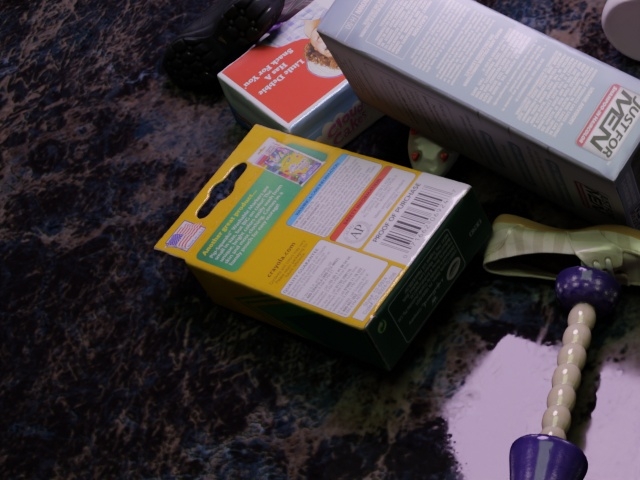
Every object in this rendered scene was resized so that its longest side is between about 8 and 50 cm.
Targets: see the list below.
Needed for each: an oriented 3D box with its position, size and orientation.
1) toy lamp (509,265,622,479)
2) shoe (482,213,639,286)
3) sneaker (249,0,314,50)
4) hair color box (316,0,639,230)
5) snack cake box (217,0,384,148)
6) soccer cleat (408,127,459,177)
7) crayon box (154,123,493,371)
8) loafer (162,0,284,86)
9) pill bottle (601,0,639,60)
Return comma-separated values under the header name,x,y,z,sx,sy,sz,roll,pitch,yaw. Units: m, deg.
name,x,y,z,sx,sy,sz,roll,pitch,yaw
toy lamp,0.240,0.151,1.690,0.080,0.080,0.275,3,53,22
shoe,0.268,0.022,1.796,0.219,0.076,0.058,10,52,36
sneaker,-0.022,-0.326,2.176,0.236,0.104,0.095,-24,46,-3
hair color box,0.194,-0.154,1.838,0.374,0.185,0.114,30,81,25
snack cake box,0.027,-0.215,2.073,0.264,0.089,0.152,-38,51,-14
soccer cleat,0.145,-0.155,2.001,0.068,0.076,0.196,1,71,18
crayon box,0.000,0.000,1.877,0.323,0.083,0.203,19,62,40
loafer,-0.115,-0.257,2.120,0.223,0.076,0.078,-31,14,47
pill bottle,0.410,-0.316,2.008,0.117,0.118,0.208,8,54,25
